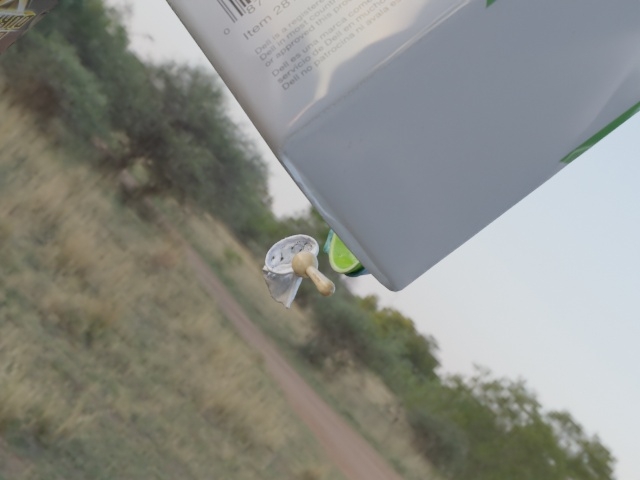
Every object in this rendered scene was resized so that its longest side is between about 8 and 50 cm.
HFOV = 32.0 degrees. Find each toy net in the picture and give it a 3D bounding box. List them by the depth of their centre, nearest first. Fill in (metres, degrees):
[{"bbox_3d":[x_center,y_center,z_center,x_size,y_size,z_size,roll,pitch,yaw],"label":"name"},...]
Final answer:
[{"bbox_3d":[0.000,0.000,1.159,0.045,0.122,0.232,22,-26,-31],"label":"toy net"}]

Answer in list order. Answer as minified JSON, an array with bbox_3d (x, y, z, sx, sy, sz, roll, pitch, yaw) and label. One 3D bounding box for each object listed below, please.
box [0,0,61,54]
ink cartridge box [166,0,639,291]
[{"bbox_3d":[-0.287,-0.085,0.592,0.073,0.293,0.295,49,11,-2],"label":"box"},{"bbox_3d":[0.021,-0.116,0.412,0.092,0.160,0.219,50,5,-48],"label":"ink cartridge box"}]
